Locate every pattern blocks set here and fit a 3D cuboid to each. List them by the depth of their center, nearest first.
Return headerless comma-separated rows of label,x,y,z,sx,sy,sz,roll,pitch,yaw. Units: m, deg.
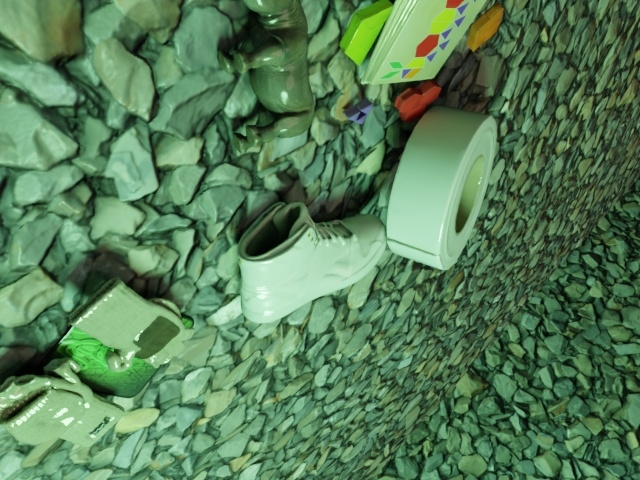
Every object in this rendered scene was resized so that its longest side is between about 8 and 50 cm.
pattern blocks set,0.142,-0.283,0.723,0.285,0.026,0.325,-13,153,-43

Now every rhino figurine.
rhino figurine,-0.057,-0.213,0.602,0.106,0.073,0.243,-29,139,-26

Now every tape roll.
tape roll,0.222,-0.092,0.957,0.286,0.100,0.286,-46,146,-43

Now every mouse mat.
mouse mat,-0.273,0.148,0.732,0.152,0.007,0.190,-51,146,-2

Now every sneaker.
sneaker,0.000,0.000,0.836,0.293,0.108,0.169,-32,144,-27

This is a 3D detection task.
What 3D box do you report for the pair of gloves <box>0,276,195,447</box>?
pair of gloves,-0.286,0.159,0.684,0.240,0.042,0.204,-47,150,-4
